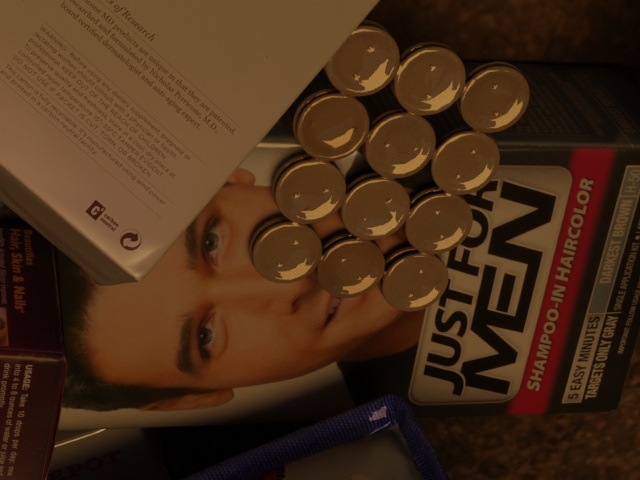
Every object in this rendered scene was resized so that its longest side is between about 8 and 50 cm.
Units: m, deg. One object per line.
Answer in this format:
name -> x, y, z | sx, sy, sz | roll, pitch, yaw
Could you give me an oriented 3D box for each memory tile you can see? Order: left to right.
memory tile -> 0.033, -0.034, 0.721 | 0.113, 0.012, 0.148 | 12, 117, -21

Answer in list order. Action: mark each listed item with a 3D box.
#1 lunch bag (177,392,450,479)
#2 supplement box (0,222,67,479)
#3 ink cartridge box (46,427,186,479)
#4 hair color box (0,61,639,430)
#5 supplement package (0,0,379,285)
lunch bag -> -0.074, 0.303, 0.794 | 0.385, 0.239, 0.328 | -24, 137, -6
supplement box -> -0.216, 0.046, 0.648 | 0.188, 0.104, 0.081 | 5, 124, -18
ink cartridge box -> -0.159, 0.179, 0.895 | 0.154, 0.093, 0.212 | -18, 124, -2
hair color box -> 0.000, 0.000, 0.809 | 0.374, 0.113, 0.185 | 0, 121, -14
supplement package -> -0.094, -0.118, 0.613 | 0.194, 0.149, 0.203 | 42, 78, -10
